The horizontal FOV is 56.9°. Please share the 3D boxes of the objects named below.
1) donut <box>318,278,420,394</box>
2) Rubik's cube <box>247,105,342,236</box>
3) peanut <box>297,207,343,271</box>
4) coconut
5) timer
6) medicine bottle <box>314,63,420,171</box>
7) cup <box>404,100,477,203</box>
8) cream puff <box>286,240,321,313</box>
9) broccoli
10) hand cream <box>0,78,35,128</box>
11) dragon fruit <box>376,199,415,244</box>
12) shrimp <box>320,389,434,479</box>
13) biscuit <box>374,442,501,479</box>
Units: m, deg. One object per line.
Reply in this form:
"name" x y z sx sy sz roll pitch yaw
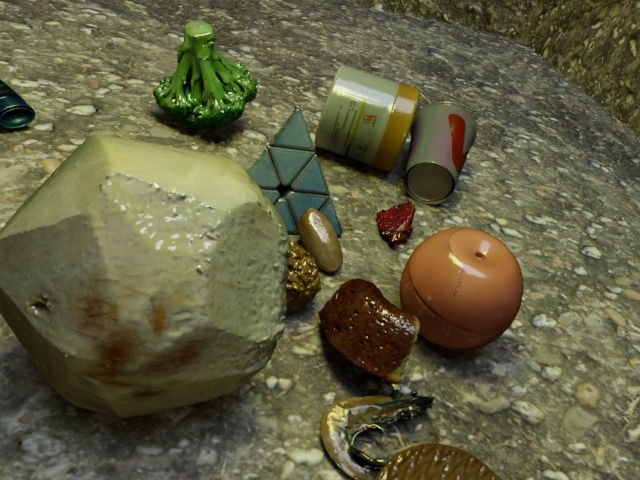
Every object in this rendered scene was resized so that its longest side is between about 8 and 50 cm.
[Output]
"donut" 0.086 0.154 1.029 0.144 0.126 0.186 27 8 -13
"Rubik's cube" -0.097 -0.130 1.322 0.229 0.229 0.233 30 55 -62
"peanut" 0.000 0.000 1.257 0.076 0.076 0.152 -11 67 -35
"coconut" -0.254 0.052 0.828 0.416 0.345 0.414 5 79 -29
"timer" 0.271 0.095 1.149 0.230 0.214 0.229 9 42 -8
"medicine bottle" 0.125 -0.332 1.613 0.232 0.237 0.237 18 36 0
"cup" 0.323 -0.234 1.642 0.203 0.203 0.288 22 42 3
"cream puff" -0.076 0.058 1.110 0.166 0.115 0.150 10 35 -16
"broccoli" -0.285 -0.424 1.514 0.254 0.268 0.269 7 35 8
"hand cream" -0.762 -0.334 1.360 0.271 0.061 0.120 33 42 30
"dragon fruit" 0.192 -0.027 1.418 0.097 0.063 0.131 -15 38 8
"shrimp" 0.109 0.304 0.935 0.220 0.046 0.152 -7 43 -28
"biscuit" 0.177 0.409 0.811 0.262 0.037 0.261 14 48 -16
